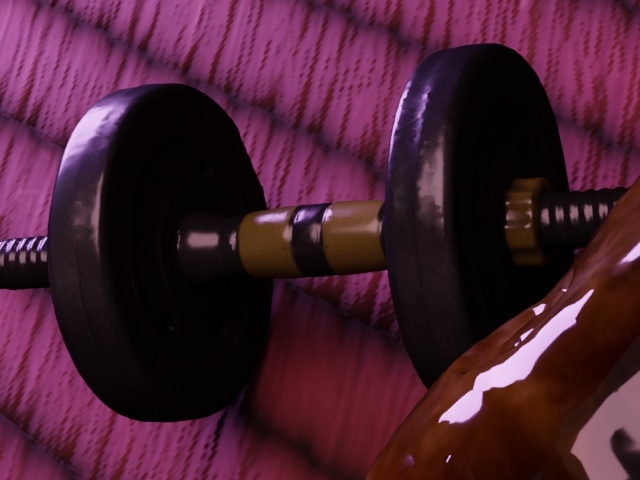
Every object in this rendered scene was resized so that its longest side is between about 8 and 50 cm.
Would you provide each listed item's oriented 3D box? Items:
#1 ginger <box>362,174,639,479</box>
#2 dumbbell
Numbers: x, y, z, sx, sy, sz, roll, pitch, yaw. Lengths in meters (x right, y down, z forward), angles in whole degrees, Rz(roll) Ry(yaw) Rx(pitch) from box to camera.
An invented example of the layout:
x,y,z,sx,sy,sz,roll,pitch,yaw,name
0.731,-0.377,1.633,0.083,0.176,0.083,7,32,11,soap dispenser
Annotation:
x,y,z,sx,sy,sz,roll,pitch,yaw,name
0.176,0.060,0.587,0.418,0.176,0.254,-41,79,7,ginger
0.000,0.000,0.757,0.325,0.143,0.143,-5,60,27,dumbbell
